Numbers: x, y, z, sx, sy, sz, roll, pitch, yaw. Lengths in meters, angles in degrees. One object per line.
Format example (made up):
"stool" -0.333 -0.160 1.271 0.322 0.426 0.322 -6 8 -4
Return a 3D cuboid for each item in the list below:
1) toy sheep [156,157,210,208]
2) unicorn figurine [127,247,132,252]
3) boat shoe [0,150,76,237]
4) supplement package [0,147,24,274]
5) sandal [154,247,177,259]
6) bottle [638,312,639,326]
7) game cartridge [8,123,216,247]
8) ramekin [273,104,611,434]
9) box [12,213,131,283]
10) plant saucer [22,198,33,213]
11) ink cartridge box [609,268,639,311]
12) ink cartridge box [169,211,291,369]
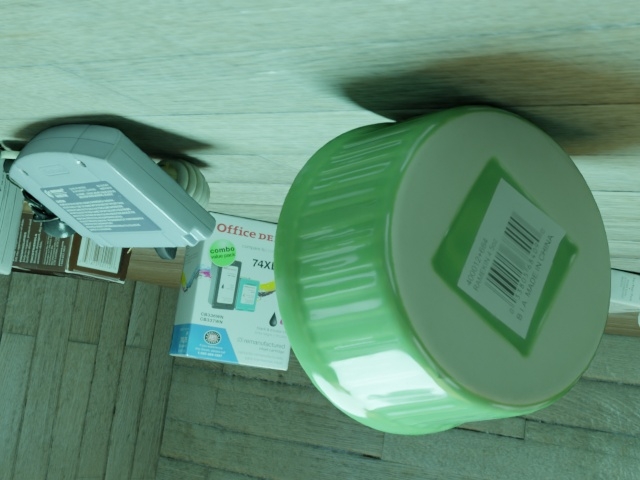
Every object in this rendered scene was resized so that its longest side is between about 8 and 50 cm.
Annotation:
"toy sheep" -0.195 -0.068 1.327 0.091 0.091 0.132 5 168 26
"unicorn figurine" -0.328 -0.019 2.021 0.111 0.060 0.162 10 156 -15
"boat shoe" -0.388 -0.057 1.511 0.127 0.113 0.340 7 173 8
"supplement package" -0.565 -0.055 1.472 0.178 0.175 0.293 10 172 -6
"sandal" -0.292 -0.038 1.682 0.055 0.097 0.254 6 162 11
"bottle" 0.776 0.167 2.070 0.118 0.092 0.283 9 173 -14
"game cartridge" -0.281 -0.066 1.257 0.196 0.060 0.294 40 156 -32
"ramekin" 0.122 0.023 0.892 0.303 0.303 0.148 12 164 -32
"box" -0.632 0.007 2.206 0.381 0.143 0.191 6 173 32
"plant saucer" -0.576 -0.082 1.836 0.199 0.036 0.198 8 172 1
"ink cartridge box" 0.598 0.111 1.950 0.261 0.066 0.296 10 173 -10
"ink cartridge box" -0.161 0.101 1.885 0.198 0.270 0.197 10 171 -16
